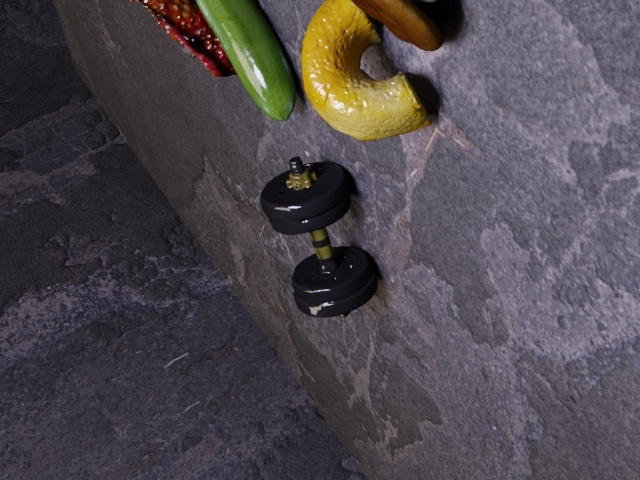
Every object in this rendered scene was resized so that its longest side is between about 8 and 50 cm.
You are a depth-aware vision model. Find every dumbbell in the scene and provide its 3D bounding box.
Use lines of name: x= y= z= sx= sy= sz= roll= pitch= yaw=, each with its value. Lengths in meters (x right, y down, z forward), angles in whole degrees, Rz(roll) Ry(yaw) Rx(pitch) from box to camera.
dumbbell: x=0.000 y=0.000 z=1.799 sx=0.185 sy=0.185 sz=0.388 roll=33 pitch=147 yaw=55

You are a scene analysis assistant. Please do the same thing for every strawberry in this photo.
strawberry: x=-0.273 y=-0.472 z=1.812 sx=0.233 sy=0.137 sz=0.306 roll=43 pitch=-179 yaw=25

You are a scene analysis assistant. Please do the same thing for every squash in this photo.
squash: x=-0.157 y=-0.417 z=1.727 sx=0.394 sy=0.107 sz=0.107 roll=61 pitch=162 yaw=4

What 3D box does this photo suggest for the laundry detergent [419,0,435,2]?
laundry detergent: x=0.051 y=-0.434 z=1.191 sx=0.335 sy=0.088 sz=0.159 roll=44 pitch=166 yaw=45

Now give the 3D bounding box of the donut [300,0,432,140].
donut: x=0.045 y=-0.253 z=1.333 sx=0.259 sy=0.152 sz=0.101 roll=58 pitch=-173 yaw=6

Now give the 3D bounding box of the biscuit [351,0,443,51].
biscuit: x=0.083 y=-0.324 z=1.187 sx=0.212 sy=0.036 sz=0.212 roll=36 pitch=-171 yaw=-7
